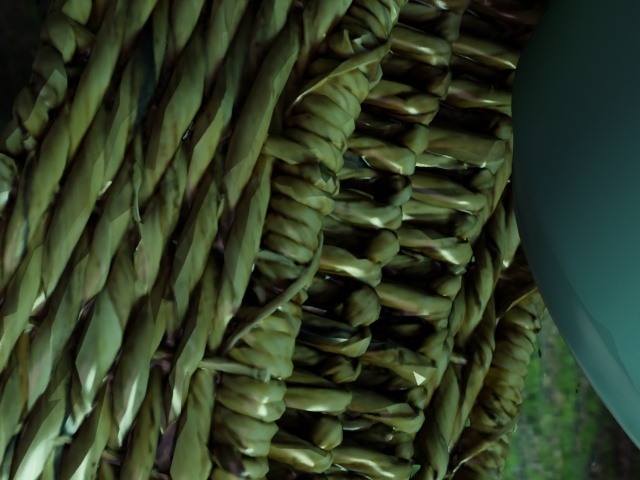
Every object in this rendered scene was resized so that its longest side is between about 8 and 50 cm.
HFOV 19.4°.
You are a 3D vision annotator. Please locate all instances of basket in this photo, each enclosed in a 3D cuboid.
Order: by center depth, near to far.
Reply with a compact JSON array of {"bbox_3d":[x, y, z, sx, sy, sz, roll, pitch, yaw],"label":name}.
[{"bbox_3d":[0.000,0.000,0.620,0.223,0.299,0.213,21,165,-8],"label":"basket"}]

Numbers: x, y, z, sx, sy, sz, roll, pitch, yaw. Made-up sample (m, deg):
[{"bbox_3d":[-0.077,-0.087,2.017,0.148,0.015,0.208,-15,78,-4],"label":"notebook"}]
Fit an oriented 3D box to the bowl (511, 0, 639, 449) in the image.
[{"bbox_3d":[0.178,-0.012,0.601,0.311,0.311,0.163,39,121,-21],"label":"bowl"}]
